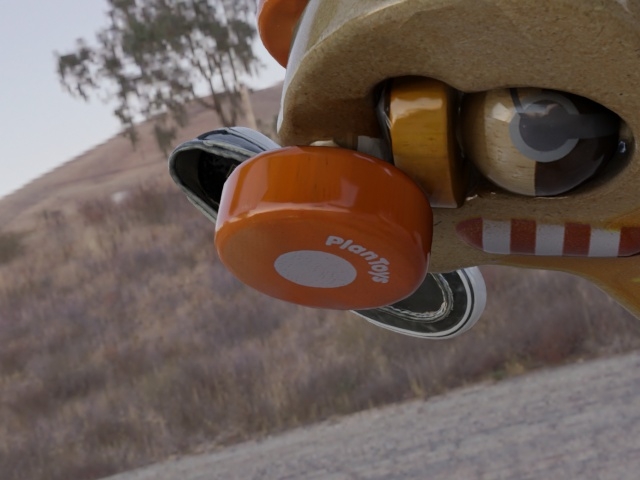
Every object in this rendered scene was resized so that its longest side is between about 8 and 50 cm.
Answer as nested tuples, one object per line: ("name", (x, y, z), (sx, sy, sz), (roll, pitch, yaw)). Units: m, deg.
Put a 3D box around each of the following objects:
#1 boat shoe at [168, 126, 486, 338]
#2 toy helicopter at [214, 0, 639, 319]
("boat shoe", (0.000, 0.000, 0.659), (0.219, 0.078, 0.070), (29, 17, 13))
("toy helicopter", (0.142, -0.017, 0.448), (0.235, 0.140, 0.355), (-17, -37, 39))
